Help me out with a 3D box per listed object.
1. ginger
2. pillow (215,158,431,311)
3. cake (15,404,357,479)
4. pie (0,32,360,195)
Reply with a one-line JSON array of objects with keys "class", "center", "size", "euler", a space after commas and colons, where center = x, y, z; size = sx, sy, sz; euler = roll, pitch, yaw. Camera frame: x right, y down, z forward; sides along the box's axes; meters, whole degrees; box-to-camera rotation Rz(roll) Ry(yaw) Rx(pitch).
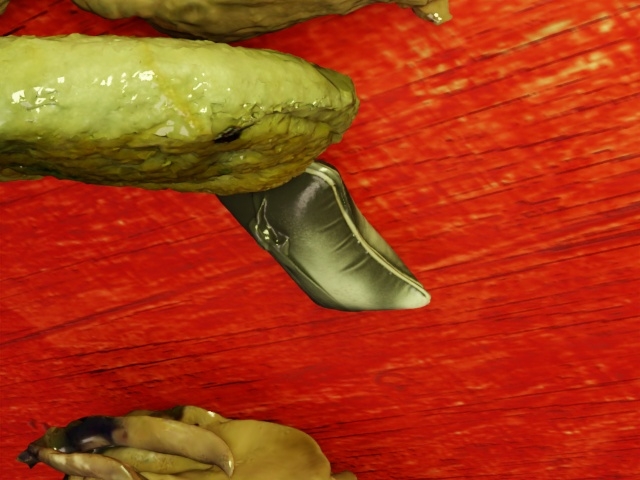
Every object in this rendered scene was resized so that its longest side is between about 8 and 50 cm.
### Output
[{"class": "ginger", "center": [-0.085, -0.139, 0.658], "size": [0.290, 0.084, 0.122], "euler": [5, 176, 22]}, {"class": "pillow", "center": [0.001, -0.002, 0.822], "size": [0.091, 0.055, 0.136], "euler": [-25, 131, 23]}, {"class": "cake", "center": [-0.100, 0.267, 1.108], "size": [0.321, 0.332, 0.332], "euler": [57, 148, 13]}, {"class": "pie", "center": [-0.120, -0.059, 0.682], "size": [0.277, 0.079, 0.277], "euler": [6, 180, 0]}]
